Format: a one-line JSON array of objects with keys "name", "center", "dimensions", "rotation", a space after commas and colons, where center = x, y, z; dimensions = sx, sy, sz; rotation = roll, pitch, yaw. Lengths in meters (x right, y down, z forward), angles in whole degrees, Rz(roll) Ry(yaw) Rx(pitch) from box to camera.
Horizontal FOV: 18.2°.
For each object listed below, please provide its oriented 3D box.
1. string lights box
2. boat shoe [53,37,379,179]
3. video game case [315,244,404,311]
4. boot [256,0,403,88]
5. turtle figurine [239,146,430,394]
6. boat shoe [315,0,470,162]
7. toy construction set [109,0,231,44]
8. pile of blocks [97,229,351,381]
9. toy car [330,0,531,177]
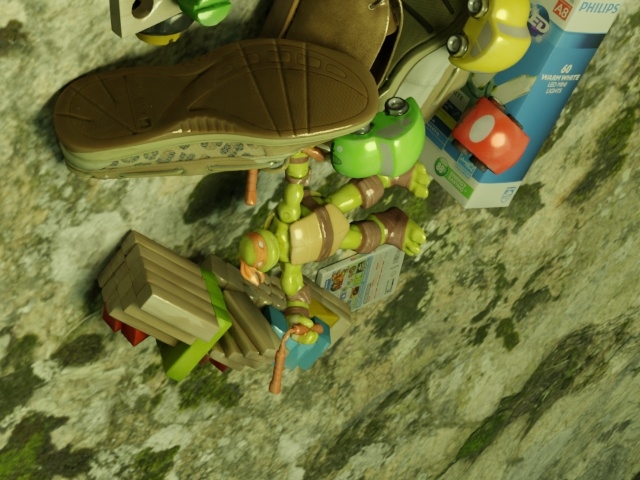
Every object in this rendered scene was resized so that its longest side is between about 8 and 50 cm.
[{"name": "string lights box", "center": [0.187, -0.175, 2.033], "dimensions": [0.076, 0.133, 0.260], "rotation": [-4, 131, -45]}, {"name": "boat shoe", "center": [-0.091, -0.110, 1.776], "dimensions": [0.285, 0.105, 0.089], "rotation": [-4, 153, -4]}, {"name": "video game case", "center": [0.041, 0.047, 2.245], "dimensions": [0.122, 0.011, 0.087], "rotation": [-22, 143, -32]}, {"name": "boot", "center": [0.042, -0.248, 1.786], "dimensions": [0.112, 0.115, 0.305], "rotation": [-28, 147, -47]}, {"name": "turtle figurine", "center": [0.000, 0.000, 1.926], "dimensions": [0.217, 0.087, 0.269], "rotation": [-18, 114, -34]}, {"name": "boat shoe", "center": [0.097, -0.198, 1.939], "dimensions": [0.103, 0.113, 0.302], "rotation": [2, 137, -51]}, {"name": "toy construction set", "center": [-0.171, -0.265, 1.421], "dimensions": [0.309, 0.237, 0.257], "rotation": [-2, 129, -47]}, {"name": "pile of blocks", "center": [-0.095, 0.100, 2.023], "dimensions": [0.112, 0.149, 0.362], "rotation": [-49, 148, 19]}, {"name": "toy car", "center": [0.113, -0.112, 1.866], "dimensions": [0.225, 0.053, 0.239], "rotation": [-28, 140, -21]}]
